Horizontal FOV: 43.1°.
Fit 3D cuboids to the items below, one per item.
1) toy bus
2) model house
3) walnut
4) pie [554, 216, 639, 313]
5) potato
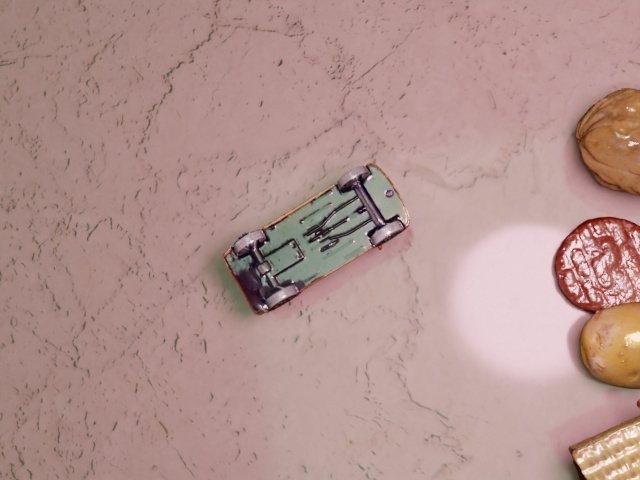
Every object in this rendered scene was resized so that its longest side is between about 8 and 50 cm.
[{"bbox_3d":[0.000,0.000,1.473,0.329,0.153,0.143,-32,80,5],"label":"toy bus"},{"bbox_3d":[0.521,0.386,1.282,0.196,0.160,0.254,-25,76,5],"label":"model house"},{"bbox_3d":[0.565,-0.166,1.392,0.245,0.198,0.198,9,84,10],"label":"walnut"},{"bbox_3d":[0.510,0.045,1.441,0.182,0.049,0.182,-1,82,10],"label":"pie"},{"bbox_3d":[0.558,0.177,1.365,0.234,0.150,0.146,3,78,2],"label":"potato"}]
